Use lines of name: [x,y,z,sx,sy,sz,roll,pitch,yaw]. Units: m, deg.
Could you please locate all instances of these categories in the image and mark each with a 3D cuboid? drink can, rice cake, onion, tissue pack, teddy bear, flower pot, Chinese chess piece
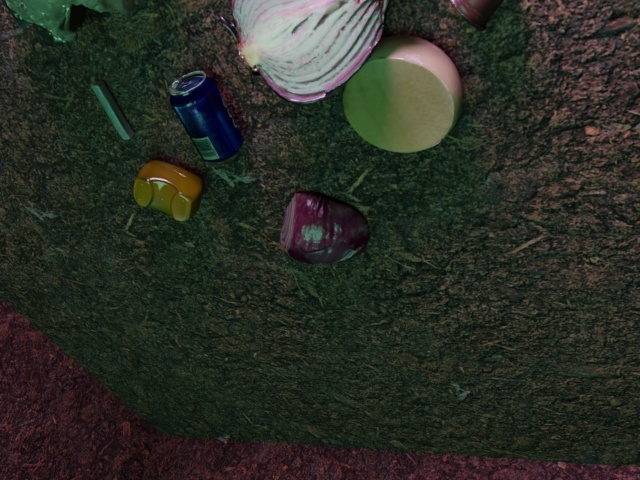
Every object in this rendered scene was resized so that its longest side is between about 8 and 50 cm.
drink can: [-0.270,-0.290,1.420,0.118,0.118,0.205,-1,135,25]
rice cake: [-0.535,-0.335,1.551,0.029,0.033,0.170,-3,134,21]
onion: [0.000,0.000,1.637,0.247,0.111,0.250,21,139,3]
tissue pack: [-0.411,-0.142,1.646,0.178,0.127,0.123,21,133,-1]
teddy bear: [-0.506,-0.587,1.205,0.327,0.375,0.362,37,179,-19]
onion: [0.014,-0.424,1.122,0.349,0.159,0.267,-20,113,19]
flower pot: [0.281,-0.435,1.036,0.111,0.111,0.089,37,127,-18]
Chinese chess piece: [0.167,-0.299,1.236,0.251,0.097,0.251,13,140,11]
